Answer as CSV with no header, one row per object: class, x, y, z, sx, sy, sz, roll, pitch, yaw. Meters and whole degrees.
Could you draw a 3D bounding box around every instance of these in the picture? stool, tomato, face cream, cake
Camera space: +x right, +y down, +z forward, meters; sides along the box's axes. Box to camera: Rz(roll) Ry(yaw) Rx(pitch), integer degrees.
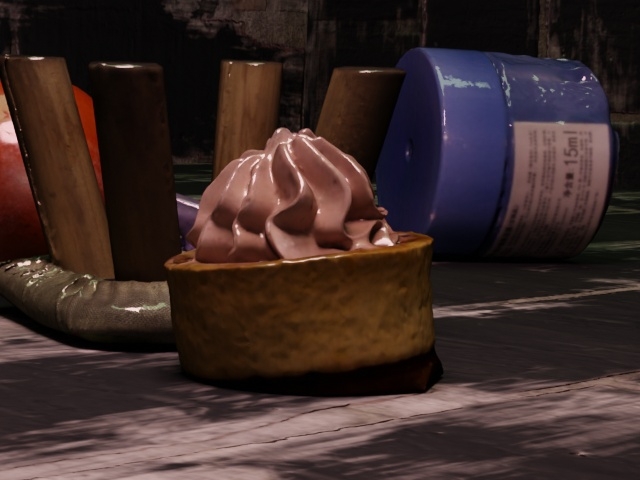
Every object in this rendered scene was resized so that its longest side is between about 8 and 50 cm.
stool,-0.098,-0.039,1.661,0.310,0.226,0.310,-1,7,-28
tomato,-0.282,-0.059,1.896,0.184,0.208,0.208,-4,7,-26
face cream,0.206,-0.100,2.378,0.225,0.249,0.249,4,4,-17
cake,-0.006,0.011,1.411,0.207,0.178,0.185,4,3,-18

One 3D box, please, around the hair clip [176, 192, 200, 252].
hair clip,-0.054,0.002,1.988,0.278,0.090,0.137,1,19,-3
